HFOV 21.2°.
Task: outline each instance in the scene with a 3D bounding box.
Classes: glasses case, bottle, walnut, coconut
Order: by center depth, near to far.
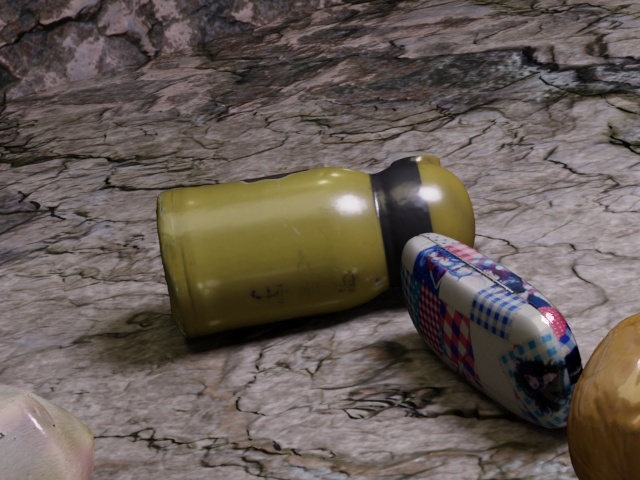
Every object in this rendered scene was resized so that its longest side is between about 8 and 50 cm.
[{"bbox_3d":[0.298,0.148,1.373,0.195,0.195,0.222,3,32,33],"label":"walnut"},{"bbox_3d":[-0.286,0.209,1.542,0.183,0.171,0.171,-32,28,-26],"label":"coconut"},{"bbox_3d":[0.163,0.083,1.683,0.076,0.125,0.327,-18,22,-18],"label":"glasses case"},{"bbox_3d":[0.000,0.000,1.934,0.351,0.172,0.171,-10,21,-1],"label":"bottle"}]
